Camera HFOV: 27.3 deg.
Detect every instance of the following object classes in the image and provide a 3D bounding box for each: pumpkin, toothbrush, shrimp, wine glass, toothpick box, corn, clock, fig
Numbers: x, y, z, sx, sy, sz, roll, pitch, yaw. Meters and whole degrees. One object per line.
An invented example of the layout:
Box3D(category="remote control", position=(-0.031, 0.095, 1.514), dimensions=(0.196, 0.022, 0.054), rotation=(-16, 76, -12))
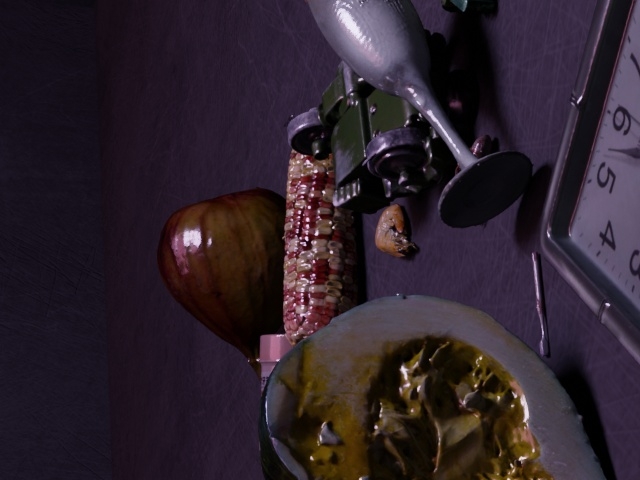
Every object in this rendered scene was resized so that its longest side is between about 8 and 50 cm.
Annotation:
Box3D(category="pumpkin", position=(0.079, 0.216, 1.125), dimensions=(0.197, 0.264, 0.293), rotation=(101, 151, -58))
Box3D(category="toothbrush", position=(0.197, 0.057, 1.184), dimensions=(0.008, 0.006, 0.096), rotation=(130, 140, -67))
Box3D(category="shrimp", position=(0.087, -0.012, 1.513), dimensions=(0.108, 0.023, 0.059), rotation=(-161, 84, -71))
Box3D(category="shrimp", position=(0.149, -0.061, 1.308), dimensions=(0.029, 0.038, 0.092), rotation=(-12, -71, -64))
Box3D(category="wine glass", position=(0.138, -0.212, 1.247), dimensions=(0.264, 0.096, 0.309), rotation=(-48, 53, 27))
Box3D(category="toothpick box", position=(-0.030, 0.197, 1.705), dimensions=(0.098, 0.098, 0.148), rotation=(161, 110, -70))
Box3D(category="corn", position=(0.000, 0.000, 1.662), dimensions=(0.098, 0.098, 0.289), rotation=(133, 140, -63))
Box3D(category="clock", position=(0.256, -0.059, 0.959), dimensions=(0.279, 0.049, 0.273), rotation=(-120, 37, -59))
Box3D(category="fig", position=(-0.098, 0.090, 1.846), dimensions=(0.217, 0.217, 0.320), rotation=(-18, 90, 71))

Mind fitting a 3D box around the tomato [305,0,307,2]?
Box3D(category="tomato", position=(0.024, -0.369, 1.572), dimensions=(0.214, 0.155, 0.180), rotation=(113, 157, -49))

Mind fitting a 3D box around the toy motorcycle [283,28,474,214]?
Box3D(category="toy motorcycle", position=(0.067, -0.118, 1.448), dimensions=(0.275, 0.127, 0.205), rotation=(133, 136, -53))

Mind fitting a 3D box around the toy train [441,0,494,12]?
Box3D(category="toy train", position=(0.153, -0.283, 1.322), dimensions=(0.081, 0.050, 0.122), rotation=(48, 134, 52))
